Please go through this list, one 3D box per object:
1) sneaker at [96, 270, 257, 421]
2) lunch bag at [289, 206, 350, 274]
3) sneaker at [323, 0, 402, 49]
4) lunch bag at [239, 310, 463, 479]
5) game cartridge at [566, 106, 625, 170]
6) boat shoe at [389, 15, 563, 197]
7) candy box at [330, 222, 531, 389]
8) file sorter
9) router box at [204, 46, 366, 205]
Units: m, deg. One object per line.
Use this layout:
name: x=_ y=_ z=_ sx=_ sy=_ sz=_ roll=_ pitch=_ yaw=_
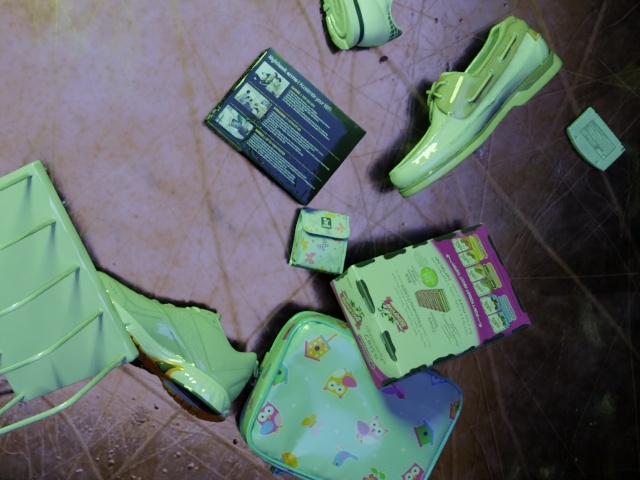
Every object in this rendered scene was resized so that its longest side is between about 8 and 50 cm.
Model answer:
sneaker: x=-0.201 y=0.121 z=1.519 sx=0.262 sy=0.099 sz=0.121 roll=42 pitch=61 yaw=-5
lunch bag: x=0.000 y=0.000 z=1.557 sx=0.071 sy=0.053 sz=0.083 roll=13 pitch=83 yaw=-13
sneaker: x=0.049 y=-0.378 z=1.531 sx=0.094 sy=0.090 sz=0.235 roll=-13 pitch=100 yaw=-23
lunch bag: x=0.033 y=0.236 z=1.553 sx=0.279 sy=0.108 sz=0.224 roll=25 pitch=90 yaw=-12
game cartridge: x=0.395 y=-0.144 z=1.642 sx=0.056 sy=0.017 sz=0.083 roll=-43 pitch=101 yaw=-9
boat shoe: x=0.194 y=-0.184 z=1.557 sx=0.302 sy=0.113 sz=0.103 roll=-44 pitch=100 yaw=-16
candy box: x=0.149 y=0.085 z=1.520 sx=0.233 sy=0.071 sz=0.159 roll=-16 pitch=76 yaw=-33
file sorter: x=-0.394 y=0.079 z=1.388 sx=0.192 sy=0.173 sz=0.278 roll=-22 pitch=99 yaw=22
router box: x=-0.046 y=-0.153 z=1.539 sx=0.179 sy=0.046 sz=0.133 roll=41 pitch=86 yaw=-12
